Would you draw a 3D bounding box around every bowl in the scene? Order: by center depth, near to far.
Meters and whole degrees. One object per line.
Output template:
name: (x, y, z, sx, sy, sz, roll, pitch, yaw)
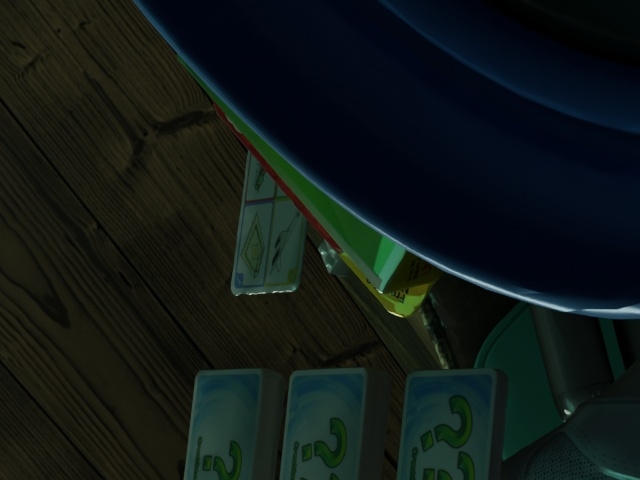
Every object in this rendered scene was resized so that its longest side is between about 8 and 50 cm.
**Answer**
bowl: (0.009, -0.167, 0.414, 0.391, 0.077, 0.391, 44, 154, 28)

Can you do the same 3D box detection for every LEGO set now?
LEGO set: (0.000, 0.000, 0.708, 0.060, 0.244, 0.182, 13, 169, -35)

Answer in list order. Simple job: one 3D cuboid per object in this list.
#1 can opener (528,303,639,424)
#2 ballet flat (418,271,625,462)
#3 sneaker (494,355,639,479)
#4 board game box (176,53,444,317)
can opener: (0.144, 0.056, 0.916, 0.093, 0.074, 0.280, 79, 178, -75)
ballet flat: (0.131, 0.025, 1.097, 0.182, 0.164, 0.483, 17, -146, -58)
sneaker: (0.152, 0.082, 0.740, 0.137, 0.210, 0.366, 52, 176, 5)
board game box: (0.033, -0.102, 0.591, 0.124, 0.039, 0.259, 49, 134, 28)
